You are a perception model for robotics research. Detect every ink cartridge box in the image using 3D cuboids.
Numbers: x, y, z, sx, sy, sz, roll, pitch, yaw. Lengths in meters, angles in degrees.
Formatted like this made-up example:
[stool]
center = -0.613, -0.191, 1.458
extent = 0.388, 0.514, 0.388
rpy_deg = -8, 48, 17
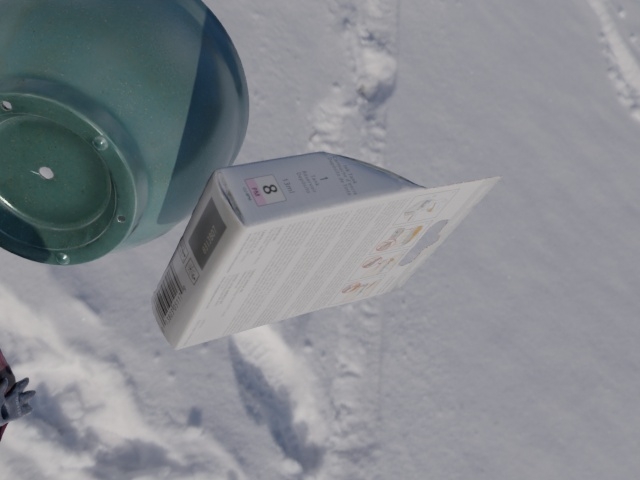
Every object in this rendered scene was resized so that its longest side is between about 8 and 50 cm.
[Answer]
[ink cartridge box]
center = 0.000, 0.000, 0.650
extent = 0.232, 0.189, 0.066
rpy_deg = -17, 67, -34

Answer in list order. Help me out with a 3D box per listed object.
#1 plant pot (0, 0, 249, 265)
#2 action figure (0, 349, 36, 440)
[plant pot]
center = -0.230, -0.099, 0.780
extent = 0.293, 0.293, 0.196
rpy_deg = 38, 32, -18
[action figure]
center = -0.520, 0.178, 0.888
extent = 0.371, 0.248, 0.275
rpy_deg = 3, 36, 7
